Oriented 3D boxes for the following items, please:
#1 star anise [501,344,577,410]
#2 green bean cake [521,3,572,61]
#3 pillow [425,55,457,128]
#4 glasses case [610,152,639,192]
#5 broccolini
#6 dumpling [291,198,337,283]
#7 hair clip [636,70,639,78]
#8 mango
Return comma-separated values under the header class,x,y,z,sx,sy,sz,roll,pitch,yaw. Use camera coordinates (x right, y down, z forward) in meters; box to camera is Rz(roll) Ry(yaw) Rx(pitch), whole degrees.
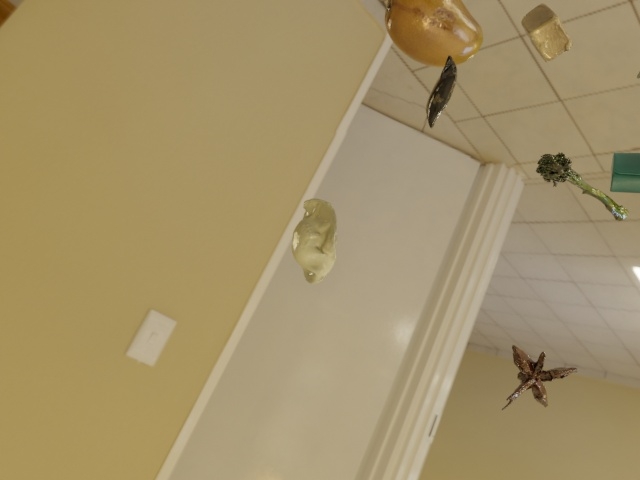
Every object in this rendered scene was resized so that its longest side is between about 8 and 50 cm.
class,x,y,z,sx,sy,sz,roll,pitch,yaw
star anise,0.524,0.353,1.228,0.158,0.140,0.144,28,-156,29
green bean cake,0.639,-0.592,1.401,0.085,0.179,0.109,-31,116,28
pillow,0.292,-0.356,1.188,0.048,0.090,0.150,24,137,4
glasses case,0.828,-0.153,1.108,0.301,0.117,0.070,7,127,26
broccolini,0.515,-0.092,0.960,0.255,0.057,0.071,30,-157,-23
dumpling,0.001,0.002,1.049,0.100,0.169,0.134,28,160,-29
hair clip,1.001,-0.561,1.468,0.049,0.172,0.049,13,-165,-4
mango,0.398,-0.766,1.751,0.378,0.263,0.221,29,-162,-11
